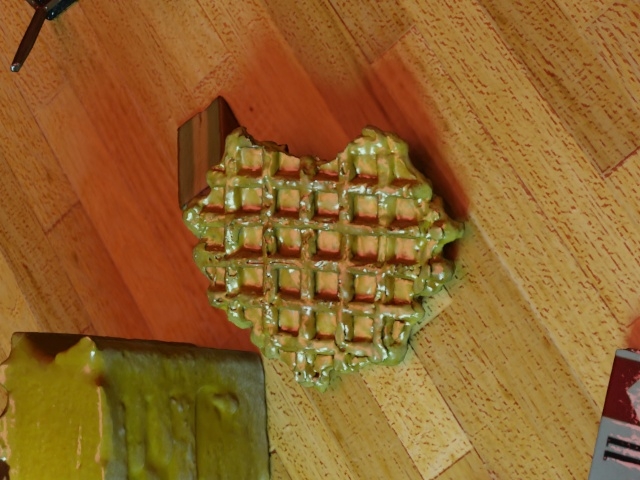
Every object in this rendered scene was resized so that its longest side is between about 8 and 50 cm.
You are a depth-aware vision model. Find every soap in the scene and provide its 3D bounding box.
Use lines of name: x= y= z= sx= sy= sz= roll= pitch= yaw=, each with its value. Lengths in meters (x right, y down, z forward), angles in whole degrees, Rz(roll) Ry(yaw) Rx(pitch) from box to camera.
soap: x=-0.179 y=0.220 z=1.565 sx=0.143 sy=0.281 sz=0.259 roll=-2 pitch=85 yaw=30

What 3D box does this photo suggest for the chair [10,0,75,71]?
chair: x=-0.303 y=-0.342 z=1.786 sx=0.188 sy=0.166 sz=0.272 roll=-34 pitch=26 yaw=26

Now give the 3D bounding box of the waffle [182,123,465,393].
waffle: x=0.001 y=0.000 z=1.576 sx=0.291 sy=0.051 sz=0.291 roll=2 pitch=97 yaw=21

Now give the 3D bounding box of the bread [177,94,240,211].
bread: x=-0.098 y=-0.074 z=1.704 sx=0.074 sy=0.084 sz=0.139 roll=-39 pitch=35 yaw=24

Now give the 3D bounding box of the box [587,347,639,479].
box: x=0.295 y=0.191 z=1.410 sx=0.115 sy=0.036 sz=0.177 roll=13 pitch=93 yaw=33
